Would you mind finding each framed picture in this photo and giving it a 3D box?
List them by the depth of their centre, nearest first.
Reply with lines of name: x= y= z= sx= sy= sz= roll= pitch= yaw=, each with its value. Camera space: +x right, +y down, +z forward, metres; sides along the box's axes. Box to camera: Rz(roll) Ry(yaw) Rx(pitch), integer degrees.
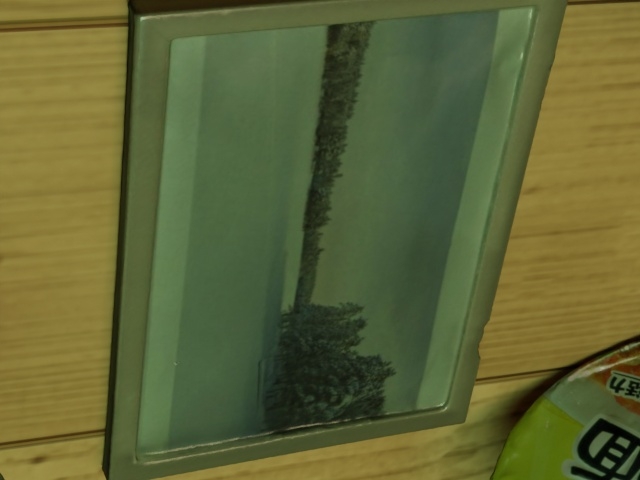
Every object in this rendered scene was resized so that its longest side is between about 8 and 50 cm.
framed picture: x=0.000 y=0.000 z=0.869 sx=0.213 sy=0.016 sz=0.289 roll=-7 pitch=130 yaw=-20

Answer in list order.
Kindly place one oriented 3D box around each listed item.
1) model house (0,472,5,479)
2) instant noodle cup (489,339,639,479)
model house: x=-0.288 y=0.153 z=0.682 sx=0.324 sy=0.300 sz=0.340 roll=-40 pitch=140 yaw=-4
instant noodle cup: x=0.231 y=0.210 z=1.007 sx=0.264 sy=0.264 sz=0.200 roll=-21 pitch=141 yaw=-8
